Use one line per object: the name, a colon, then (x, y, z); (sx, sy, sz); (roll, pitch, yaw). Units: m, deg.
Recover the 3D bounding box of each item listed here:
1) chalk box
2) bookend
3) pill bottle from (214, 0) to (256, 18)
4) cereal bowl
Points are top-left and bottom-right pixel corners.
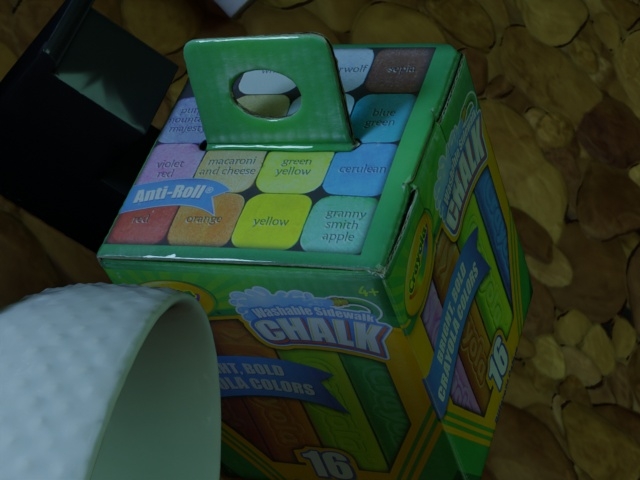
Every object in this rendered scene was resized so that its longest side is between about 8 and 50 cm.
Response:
chalk box: (0.000, 0.000, 0.883); (0.289, 0.180, 0.179); (65, 36, -44)
bookend: (-0.126, -0.065, 0.930); (0.156, 0.157, 0.072); (33, 53, -16)
pill bottle: (-0.103, -0.273, 1.075); (0.216, 0.121, 0.121); (49, 50, -6)
cereal bowl: (-0.152, 0.183, 0.714); (0.141, 0.339, 0.339); (7, 58, 7)
